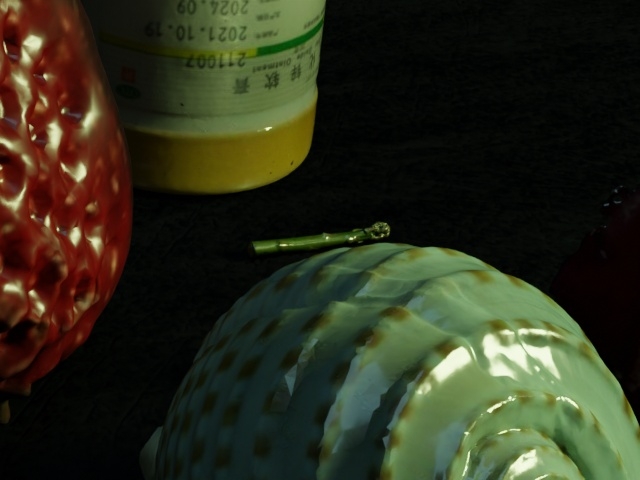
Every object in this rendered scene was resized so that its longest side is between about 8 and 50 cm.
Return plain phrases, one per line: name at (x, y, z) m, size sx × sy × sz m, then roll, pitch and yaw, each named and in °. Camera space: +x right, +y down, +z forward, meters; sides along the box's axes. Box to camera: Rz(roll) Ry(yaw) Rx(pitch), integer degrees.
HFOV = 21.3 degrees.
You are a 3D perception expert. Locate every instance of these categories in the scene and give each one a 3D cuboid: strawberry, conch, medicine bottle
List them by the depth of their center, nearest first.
conch at (0.027, 0.111, 0.958) m, size 0.319 × 0.215 × 0.303 m, roll 23°, pitch 51°, yaw 31°
strawberry at (-0.270, -0.060, 1.090) m, size 0.317 × 0.345 × 0.295 m, roll -14°, pitch 37°, yaw -33°
medicine bottle at (-0.113, -0.190, 1.472) m, size 0.237 × 0.232 × 0.238 m, roll 6°, pitch 30°, yaw -3°

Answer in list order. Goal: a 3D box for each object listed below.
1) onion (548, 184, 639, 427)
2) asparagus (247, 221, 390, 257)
onion at (0.281, 0.066, 1.083) m, size 0.280 × 0.314 × 0.146 m, roll -14°, pitch 51°, yaw -16°
asparagus at (0.000, 0.000, 1.381) m, size 0.127 × 0.018 × 0.015 m, roll -9°, pitch 68°, yaw -26°
